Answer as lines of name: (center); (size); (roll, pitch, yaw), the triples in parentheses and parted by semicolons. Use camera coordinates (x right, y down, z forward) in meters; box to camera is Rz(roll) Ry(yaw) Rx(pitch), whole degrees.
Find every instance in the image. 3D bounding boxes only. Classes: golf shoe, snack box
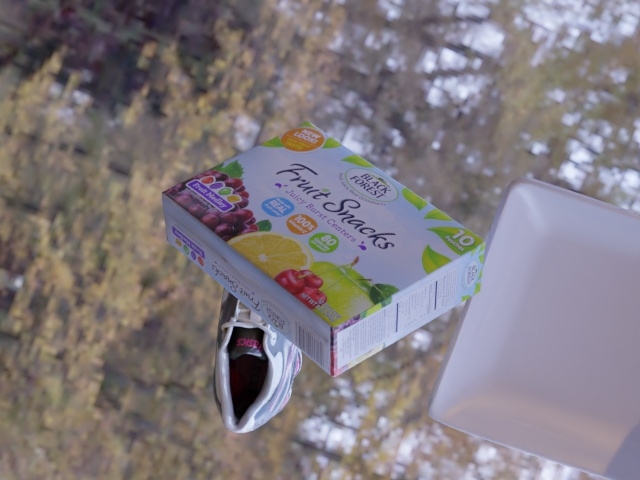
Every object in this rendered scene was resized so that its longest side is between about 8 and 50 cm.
golf shoe: (-0.053, 0.063, 1.520); (0.120, 0.105, 0.273); (-60, 157, -77)
snack box: (0.000, 0.000, 0.771); (0.141, 0.100, 0.037); (37, -39, 37)

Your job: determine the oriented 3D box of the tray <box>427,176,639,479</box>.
tray: (0.204, 0.067, 0.788); (0.030, 0.270, 0.145); (-73, -179, -69)
